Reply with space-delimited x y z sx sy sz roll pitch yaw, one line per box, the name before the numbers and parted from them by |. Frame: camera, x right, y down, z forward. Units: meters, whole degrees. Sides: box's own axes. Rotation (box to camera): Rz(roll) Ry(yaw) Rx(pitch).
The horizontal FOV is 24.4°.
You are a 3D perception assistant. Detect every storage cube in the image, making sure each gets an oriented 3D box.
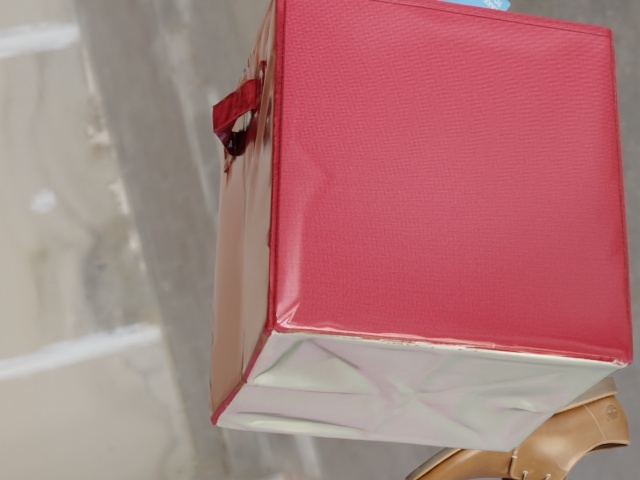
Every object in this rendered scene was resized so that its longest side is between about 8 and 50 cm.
storage cube | 0.044 -0.004 0.815 0.184 0.215 0.193 122 151 -64

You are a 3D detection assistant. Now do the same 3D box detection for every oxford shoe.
oxford shoe | 0.180 0.193 1.328 0.076 0.212 0.076 95 155 -76

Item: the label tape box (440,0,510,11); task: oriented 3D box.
label tape box | 0.083 -0.314 1.663 0.249 0.115 0.348 42 -178 -13
